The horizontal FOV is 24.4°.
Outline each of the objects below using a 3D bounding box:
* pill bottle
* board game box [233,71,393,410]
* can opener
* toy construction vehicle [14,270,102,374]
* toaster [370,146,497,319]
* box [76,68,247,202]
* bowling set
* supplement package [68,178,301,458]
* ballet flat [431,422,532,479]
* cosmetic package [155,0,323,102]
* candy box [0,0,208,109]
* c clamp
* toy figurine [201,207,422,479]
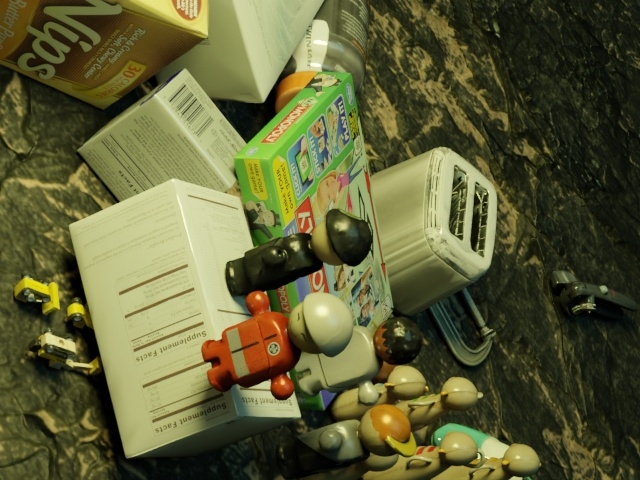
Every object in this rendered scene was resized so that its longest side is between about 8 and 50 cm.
[{"bbox_3d":[-0.005,-0.254,1.854,0.130,0.130,0.246,32,46,-33],"label":"pill bottle"},{"bbox_3d":[0.000,0.000,1.659,0.213,0.046,0.317,-52,138,-50],"label":"board game box"},{"bbox_3d":[0.410,0.085,2.178,0.186,0.059,0.073,16,56,-42],"label":"can opener"},{"bbox_3d":[-0.257,0.084,1.449,0.098,0.035,0.086,24,41,-42],"label":"toy construction vehicle"},{"bbox_3d":[0.130,-0.009,1.847,0.129,0.146,0.227,36,45,-28],"label":"toaster"},{"bbox_3d":[-0.163,-0.092,1.571,0.126,0.137,0.072,51,38,-13],"label":"box"},{"bbox_3d":[0.103,0.190,1.688,0.287,0.154,0.200,10,61,-46],"label":"bowling set"},{"bbox_3d":[-0.135,0.082,1.477,0.139,0.134,0.244,16,55,-62],"label":"supplement package"},{"bbox_3d":[0.242,0.306,1.830,0.247,0.087,0.083,49,40,-15],"label":"ballet flat"},{"bbox_3d":[-0.105,-0.314,1.681,0.224,0.138,0.225,74,30,-42],"label":"cosmetic package"},{"bbox_3d":[-0.290,-0.257,1.491,0.316,0.183,0.087,24,53,-38],"label":"candy box"},{"bbox_3d":[0.187,0.084,1.956,0.137,0.022,0.161,-17,81,-52],"label":"c clamp"},{"bbox_3d":[0.006,0.100,1.405,0.209,0.148,0.213,57,24,-25],"label":"toy figurine"}]
